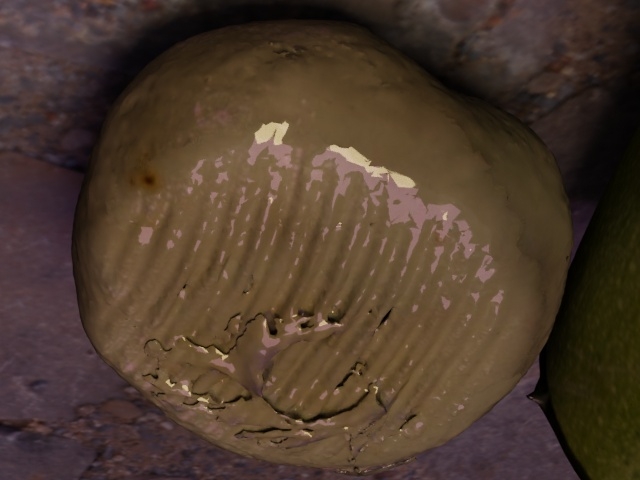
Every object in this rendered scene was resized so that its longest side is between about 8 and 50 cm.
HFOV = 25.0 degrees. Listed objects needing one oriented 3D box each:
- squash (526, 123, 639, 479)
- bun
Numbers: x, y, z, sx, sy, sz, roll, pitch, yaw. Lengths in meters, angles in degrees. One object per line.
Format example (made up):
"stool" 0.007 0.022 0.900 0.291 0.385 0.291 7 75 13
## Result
"squash" 0.283 -0.020 0.705 0.263 0.263 0.384 3 143 -12
"bun" -0.005 0.001 0.776 0.272 0.168 0.273 1 132 1
